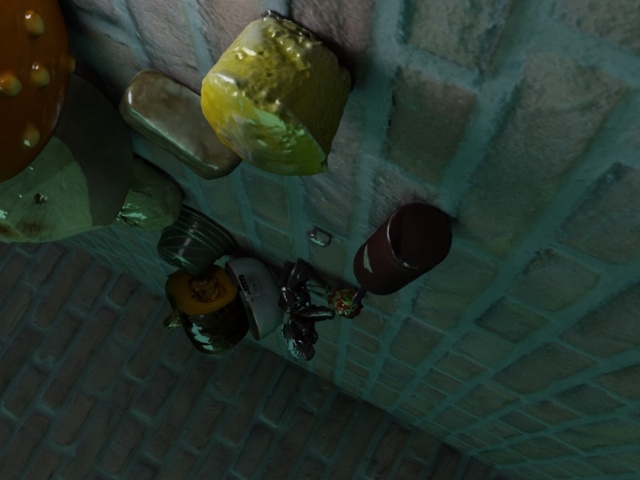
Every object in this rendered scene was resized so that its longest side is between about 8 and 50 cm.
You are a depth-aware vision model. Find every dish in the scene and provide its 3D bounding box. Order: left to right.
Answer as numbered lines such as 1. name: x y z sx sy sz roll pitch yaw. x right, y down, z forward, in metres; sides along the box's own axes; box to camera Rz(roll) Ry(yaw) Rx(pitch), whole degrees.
1. dish: -0.178 0.155 2.002 0.256 0.117 0.256 56 160 32

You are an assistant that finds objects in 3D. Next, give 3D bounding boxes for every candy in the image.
1. candy: -0.240 -0.202 1.223 0.234 0.102 0.104 37 161 -16
2. candy: 0.021 0.154 1.877 0.084 0.078 0.287 31 170 -26

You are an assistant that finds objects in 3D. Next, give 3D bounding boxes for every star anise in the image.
1. star anise: -0.049 0.182 1.822 0.212 0.129 0.283 102 149 -57

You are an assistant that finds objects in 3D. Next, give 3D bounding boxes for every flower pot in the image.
1. flower pot: -0.369 0.012 1.953 0.235 0.140 0.235 28 162 10

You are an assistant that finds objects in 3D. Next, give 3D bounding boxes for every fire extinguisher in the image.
1. fire extinguisher: 0.128 0.039 1.273 0.114 0.135 0.337 35 163 0

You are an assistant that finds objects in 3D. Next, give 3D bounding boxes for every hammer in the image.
1. hammer: 0.000 0.000 1.540 0.052 0.031 0.083 29 173 8

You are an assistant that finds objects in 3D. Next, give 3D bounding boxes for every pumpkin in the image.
1. pumpkin: -0.341 0.192 1.963 0.317 0.222 0.139 47 152 52

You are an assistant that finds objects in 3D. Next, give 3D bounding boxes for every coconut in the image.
1. coconut: -0.591 -0.163 1.409 0.415 0.415 0.345 3 108 54

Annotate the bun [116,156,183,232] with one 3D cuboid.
1. bun: -0.483 -0.111 1.773 0.259 0.152 0.259 24 160 9

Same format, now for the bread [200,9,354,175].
1. bread: -0.054 -0.178 0.887 0.197 0.170 0.197 25 160 9

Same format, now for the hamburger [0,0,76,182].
1. hamburger: -0.562 -0.262 1.058 0.277 0.396 0.396 15 160 10
